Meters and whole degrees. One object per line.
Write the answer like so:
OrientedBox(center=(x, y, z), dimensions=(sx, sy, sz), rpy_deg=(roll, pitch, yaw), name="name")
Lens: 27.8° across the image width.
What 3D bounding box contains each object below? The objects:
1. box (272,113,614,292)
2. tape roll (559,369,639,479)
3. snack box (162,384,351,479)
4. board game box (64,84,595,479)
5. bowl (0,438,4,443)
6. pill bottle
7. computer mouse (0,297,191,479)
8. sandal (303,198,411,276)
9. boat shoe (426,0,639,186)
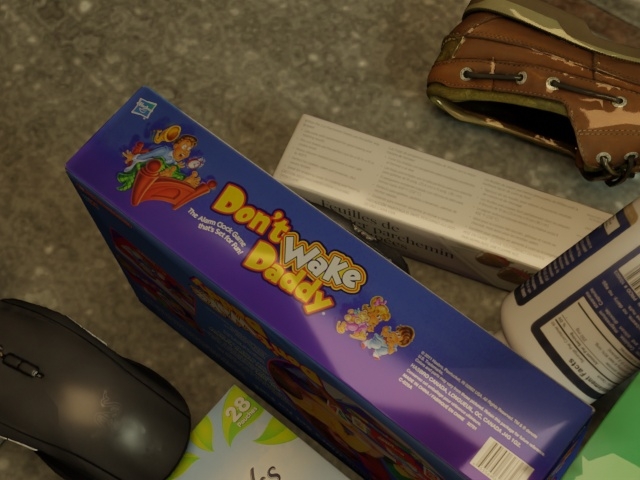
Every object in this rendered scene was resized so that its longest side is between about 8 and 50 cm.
OrientedBox(center=(0.124, -0.009, 0.978), dimensions=(0.324, 0.063, 0.067), rpy_deg=(18, 68, 12), name="box")
OrientedBox(center=(0.169, 0.179, 0.749), dimensions=(0.077, 0.321, 0.321), rpy_deg=(36, 73, 18), name="tape roll")
OrientedBox(center=(-0.061, 0.233, 0.881), dimensions=(0.174, 0.070, 0.207), rpy_deg=(38, 73, 20), name="snack box")
OrientedBox(center=(0.005, 0.070, 0.859), dimensions=(0.347, 0.233, 0.078), rpy_deg=(36, 74, 18), name="board game box")
OrientedBox(center=(-0.303, 0.112, 0.966), dimensions=(0.142, 0.053, 0.142), rpy_deg=(40, 76, 18), name="bowl")
OrientedBox(center=(0.182, 0.054, 0.876), dimensions=(0.169, 0.094, 0.094), rpy_deg=(-39, 66, 18), name="pill bottle")
OrientedBox(center=(-0.232, 0.117, 0.889), dimensions=(0.262, 0.060, 0.184), rpy_deg=(31, 73, 20), name="computer mouse")
OrientedBox(center=(0.000, -0.001, 0.966), dimensions=(0.254, 0.097, 0.054), rpy_deg=(34, 73, 18), name="sandal")
OrientedBox(center=(0.228, -0.088, 0.989), dimensions=(0.307, 0.110, 0.104), rpy_deg=(25, 74, 25), name="boat shoe")
